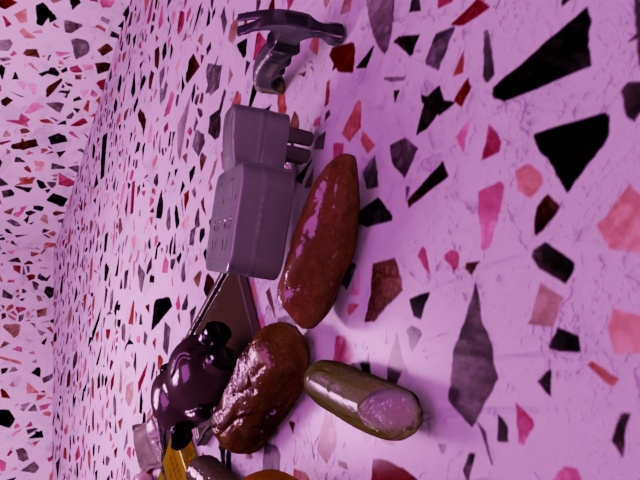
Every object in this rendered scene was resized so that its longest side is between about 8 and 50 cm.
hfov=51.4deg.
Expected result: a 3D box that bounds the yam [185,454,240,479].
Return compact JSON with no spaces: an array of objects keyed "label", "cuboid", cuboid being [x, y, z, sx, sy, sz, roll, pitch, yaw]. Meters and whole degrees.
[{"label":"yam","cuboid":[-0.178,0.438,1.182,0.169,0.068,0.068,9,92,57]}]

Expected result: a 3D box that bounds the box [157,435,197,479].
[{"label":"box","cuboid":[-0.315,0.561,1.428,0.153,0.041,0.278,52,128,50]}]

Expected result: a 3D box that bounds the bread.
[{"label":"bread","cuboid":[-0.115,0.261,1.086,0.344,0.084,0.124,-58,37,38]}]

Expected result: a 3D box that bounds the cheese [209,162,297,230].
[{"label":"cheese","cuboid":[-0.118,-0.059,1.193,0.255,0.050,0.127,-38,52,43]}]

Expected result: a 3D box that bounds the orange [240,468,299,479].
[{"label":"orange","cuboid":[-0.062,0.395,0.908,0.159,0.136,0.158,180,90,-79]}]

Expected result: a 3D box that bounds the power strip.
[{"label":"power strip","cuboid":[-0.092,-0.071,1.048,0.229,0.141,0.260,177,101,-70]}]

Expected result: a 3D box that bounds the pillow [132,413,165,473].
[{"label":"pillow","cuboid":[-0.421,0.500,1.623,0.233,0.038,0.130,-40,62,53]}]

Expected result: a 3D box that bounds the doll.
[{"label":"doll","cuboid":[-0.234,0.259,1.219,0.257,0.117,0.182,-59,36,35]}]

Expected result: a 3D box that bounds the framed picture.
[{"label":"framed picture","cuboid":[-0.202,0.216,1.312,0.335,0.022,0.247,-57,39,38]}]

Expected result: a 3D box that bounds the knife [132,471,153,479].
[{"label":"knife","cuboid":[-0.475,0.658,1.708,0.336,0.043,0.081,-49,58,54]}]

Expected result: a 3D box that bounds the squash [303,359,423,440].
[{"label":"squash","cuboid":[0.046,0.195,0.827,0.239,0.069,0.069,5,88,62]}]

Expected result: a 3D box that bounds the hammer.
[{"label":"hammer","cuboid":[-0.070,-0.304,1.090,0.226,0.159,0.041,145,128,-69]}]

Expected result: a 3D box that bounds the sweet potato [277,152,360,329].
[{"label":"sweet potato","cuboid":[0.000,0.000,0.922,0.097,0.097,0.251,38,119,57]}]
